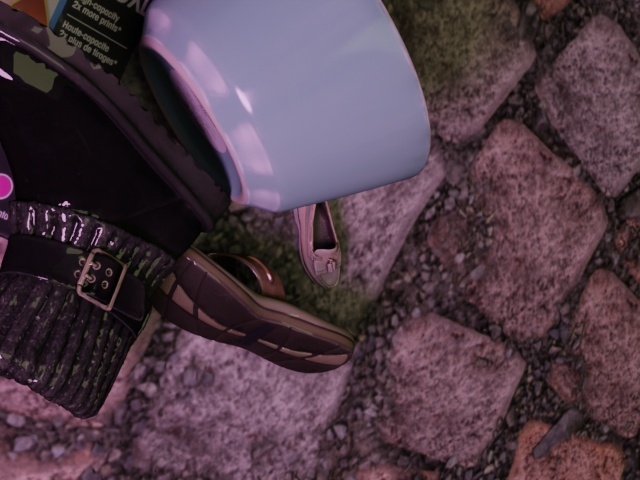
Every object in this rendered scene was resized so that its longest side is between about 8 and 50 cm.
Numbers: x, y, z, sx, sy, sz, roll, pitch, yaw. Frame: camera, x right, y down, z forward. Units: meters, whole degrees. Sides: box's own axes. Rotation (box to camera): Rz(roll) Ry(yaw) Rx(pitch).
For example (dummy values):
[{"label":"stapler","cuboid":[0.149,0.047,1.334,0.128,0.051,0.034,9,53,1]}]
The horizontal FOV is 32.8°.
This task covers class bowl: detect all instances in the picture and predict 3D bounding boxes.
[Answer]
[{"label":"bowl","cuboid":[-0.055,-0.149,1.022,0.163,0.311,0.312,-35,117,-14]}]

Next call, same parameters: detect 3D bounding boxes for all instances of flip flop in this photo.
[{"label":"flip flop","cuboid":[-0.076,0.061,1.171,0.277,0.112,0.080,27,52,-29]}]

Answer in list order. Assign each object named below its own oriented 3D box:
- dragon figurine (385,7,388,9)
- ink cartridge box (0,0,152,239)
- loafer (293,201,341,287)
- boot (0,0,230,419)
[{"label":"dragon figurine","cuboid":[0.069,-0.312,1.159,0.289,0.144,0.085,-46,121,-18]},{"label":"ink cartridge box","cuboid":[-0.265,-0.191,1.008,0.175,0.069,0.371,27,82,-36]},{"label":"loafer","cuboid":[0.000,0.000,1.240,0.045,0.039,0.125,-26,113,-29]},{"label":"boot","cuboid":[-0.249,-0.020,0.933,0.348,0.131,0.260,45,73,-36]}]
